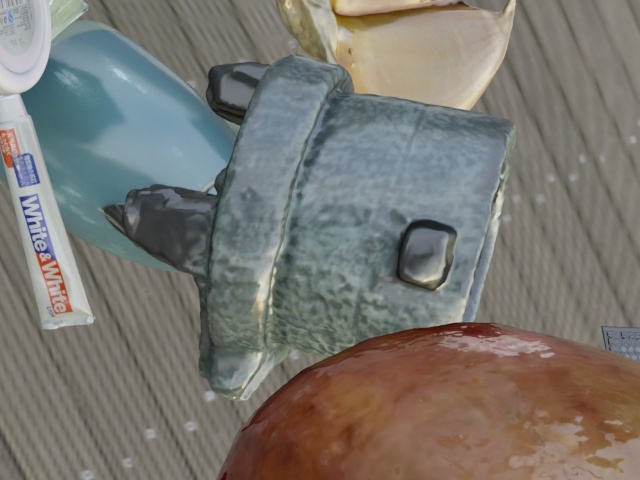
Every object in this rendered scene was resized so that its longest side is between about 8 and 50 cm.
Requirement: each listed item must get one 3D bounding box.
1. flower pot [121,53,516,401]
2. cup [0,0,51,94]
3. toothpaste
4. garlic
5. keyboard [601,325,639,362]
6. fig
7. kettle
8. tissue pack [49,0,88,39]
[{"bbox_3d":[0.000,0.000,1.018,0.283,0.299,0.299,15,63,10],"label":"flower pot"},{"bbox_3d":[-0.250,-0.143,0.718,0.136,0.133,0.099,60,32,-60],"label":"cup"},{"bbox_3d":[-0.251,-0.023,1.068,0.033,0.052,0.218,-76,155,-72],"label":"toothpaste"},{"bbox_3d":[0.090,-0.277,1.477,0.313,0.249,0.286,-22,58,-29],"label":"garlic"},{"bbox_3d":[0.384,0.122,1.261,0.198,0.010,0.063,4,65,-21],"label":"keyboard"},{"bbox_3d":[0.073,0.145,0.462,0.224,0.263,0.224,-5,97,-49],"label":"fig"},{"bbox_3d":[-0.186,-0.099,1.479,0.342,0.247,0.319,33,38,26],"label":"kettle"},{"bbox_3d":[-0.416,-0.299,1.292,0.198,0.146,0.263,-44,91,-10],"label":"tissue pack"}]
